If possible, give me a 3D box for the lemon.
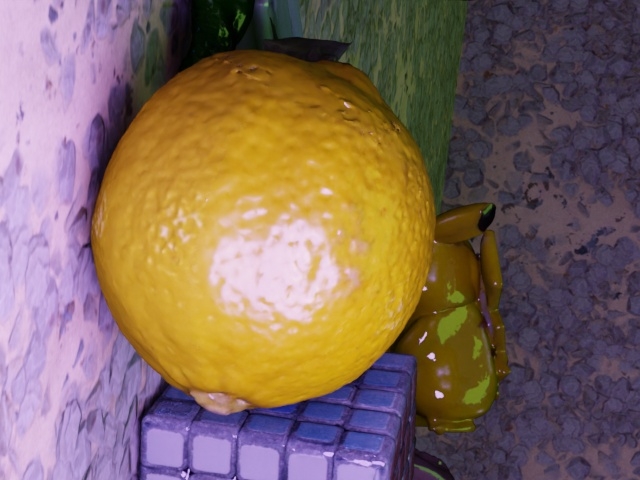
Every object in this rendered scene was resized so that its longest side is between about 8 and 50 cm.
[{"bbox_3d":[-0.045,-0.011,1.246,0.293,0.293,0.293,6,90,-80],"label":"lemon"}]

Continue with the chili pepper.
[{"bbox_3d":[-0.090,-0.226,1.458,0.098,0.061,0.224,55,43,-66],"label":"chili pepper"}]

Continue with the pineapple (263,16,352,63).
[{"bbox_3d":[-0.036,-0.067,1.469,0.340,0.169,0.169,97,5,-54],"label":"pineapple"}]

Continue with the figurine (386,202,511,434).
[{"bbox_3d":[0.153,0.090,2.072,0.218,0.169,0.327,-4,-81,67],"label":"figurine"}]

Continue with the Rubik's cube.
[{"bbox_3d":[-0.038,0.246,1.539,0.237,0.236,0.238,-60,154,-70],"label":"Rubik's cube"}]

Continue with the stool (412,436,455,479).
[{"bbox_3d":[0.029,0.281,1.943,0.272,0.272,0.178,85,-1,-48],"label":"stool"}]

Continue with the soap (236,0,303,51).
[{"bbox_3d":[-0.061,-0.208,1.617,0.198,0.063,0.115,84,18,-51],"label":"soap"}]
